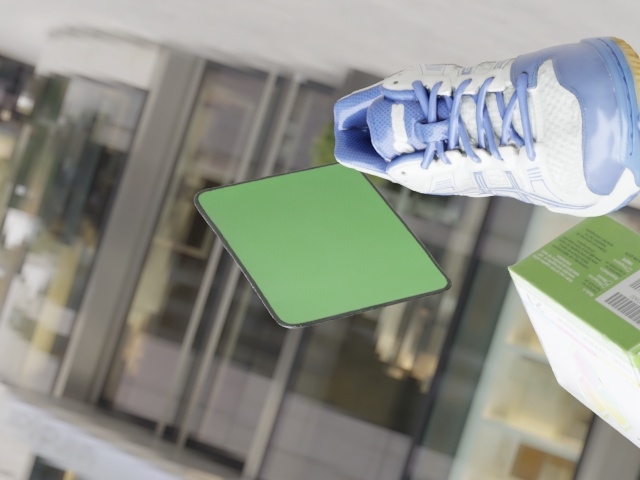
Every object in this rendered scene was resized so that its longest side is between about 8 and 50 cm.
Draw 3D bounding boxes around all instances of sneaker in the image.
[{"bbox_3d":[0.102,-0.065,1.249,0.131,0.112,0.296,-4,179,-21],"label":"sneaker"}]

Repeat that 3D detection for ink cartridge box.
[{"bbox_3d":[0.273,0.127,1.562,0.189,0.097,0.255,39,158,59],"label":"ink cartridge box"}]

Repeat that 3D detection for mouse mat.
[{"bbox_3d":[0.000,0.000,1.561,0.152,0.007,0.190,-13,-139,-22],"label":"mouse mat"}]
